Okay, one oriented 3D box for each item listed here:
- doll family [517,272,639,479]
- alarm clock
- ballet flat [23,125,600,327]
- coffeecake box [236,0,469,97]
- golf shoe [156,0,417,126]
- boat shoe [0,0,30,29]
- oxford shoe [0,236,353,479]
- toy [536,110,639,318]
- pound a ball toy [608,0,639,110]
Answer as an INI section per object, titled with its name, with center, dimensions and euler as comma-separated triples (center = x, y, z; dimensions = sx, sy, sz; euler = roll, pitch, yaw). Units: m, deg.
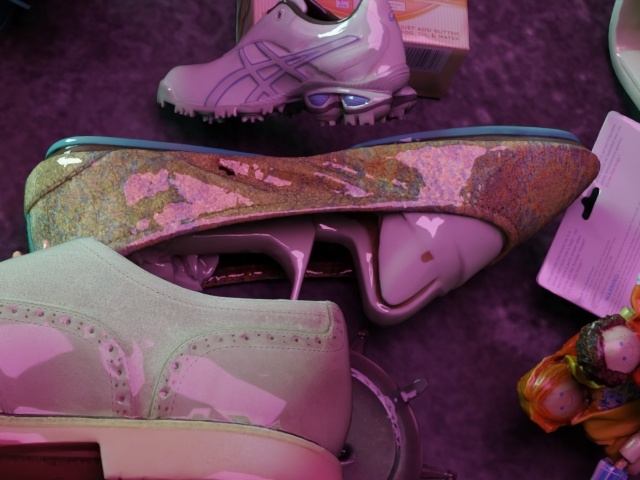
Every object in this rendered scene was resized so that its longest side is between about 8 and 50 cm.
[doll family]
center = 0.197, 0.136, 1.096
dimensions = 0.163, 0.118, 0.263
euler = -11, 97, -15
[alarm clock]
center = -0.022, 0.131, 1.067
dimensions = 0.192, 0.064, 0.129
euler = -27, 74, -21
[ballet flat]
center = 0.000, 0.000, 1.104
dimensions = 0.348, 0.123, 0.123
euler = -1, 65, -9
[coffeecake box]
center = 0.019, -0.196, 1.230
dimensions = 0.142, 0.068, 0.185
euler = 5, 63, -12
[golf shoe]
center = -0.023, -0.114, 1.133
dimensions = 0.069, 0.176, 0.086
euler = -21, 110, -59
[boat shoe]
center = -0.243, -0.137, 1.118
dimensions = 0.109, 0.089, 0.258
euler = 25, 61, -3
[oxford shoe]
center = -0.176, 0.071, 1.002
dimensions = 0.397, 0.140, 0.146
euler = 11, 60, -3
[toy]
center = 0.259, 0.034, 1.188
dimensions = 0.237, 0.056, 0.137
euler = 27, 64, -1
[pound a ball toy]
center = 0.357, -0.163, 1.290
dimensions = 0.319, 0.135, 0.208
euler = -6, 41, -18
